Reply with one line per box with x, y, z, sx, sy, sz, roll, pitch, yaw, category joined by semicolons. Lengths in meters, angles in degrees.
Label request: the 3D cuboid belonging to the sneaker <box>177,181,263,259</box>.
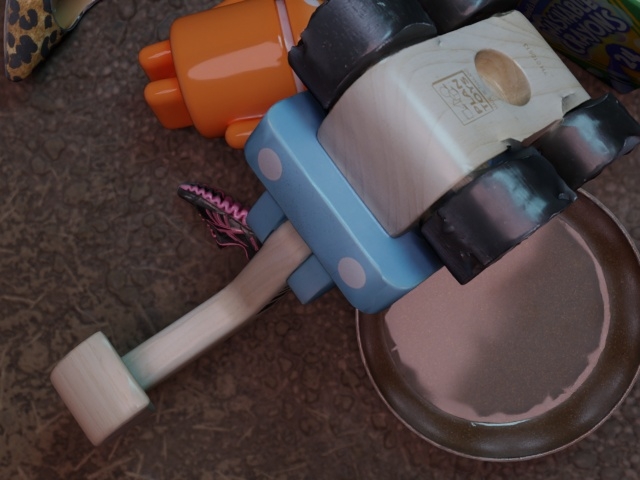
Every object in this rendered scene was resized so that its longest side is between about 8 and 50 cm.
-0.107;-0.019;0.794;0.119;0.047;0.057;30;104;1;sneaker

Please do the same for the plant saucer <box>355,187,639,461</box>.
0.192;0.078;0.789;0.310;0.050;0.310;0;93;1;plant saucer

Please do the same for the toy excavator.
0.000;0.000;0.672;0.433;0.445;0.222;-31;79;-40;toy excavator

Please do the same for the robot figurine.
-0.068;-0.179;0.742;0.219;0.158;0.128;-13;122;2;robot figurine

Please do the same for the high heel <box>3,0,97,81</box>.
-0.208;-0.259;0.758;0.186;0.093;0.261;23;88;0;high heel

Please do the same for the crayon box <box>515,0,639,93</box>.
0.217;-0.272;0.697;0.323;0.203;0.083;34;93;0;crayon box
